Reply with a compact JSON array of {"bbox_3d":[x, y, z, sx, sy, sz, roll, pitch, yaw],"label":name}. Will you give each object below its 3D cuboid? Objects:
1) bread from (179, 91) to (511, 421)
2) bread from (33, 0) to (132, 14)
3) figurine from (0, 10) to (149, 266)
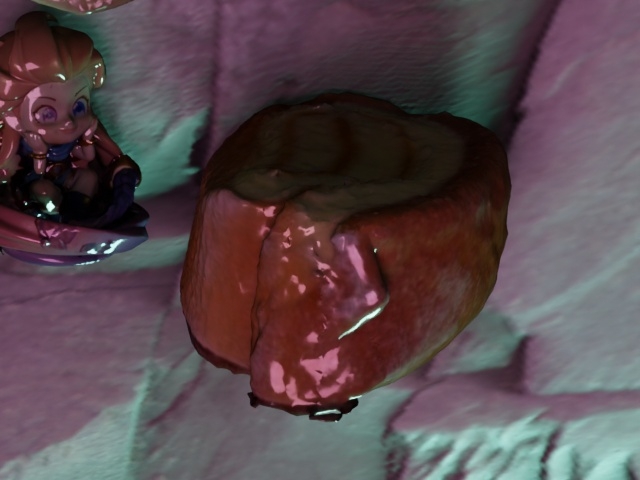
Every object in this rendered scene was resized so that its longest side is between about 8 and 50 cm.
[{"bbox_3d":[0.013,0.001,0.997,0.190,0.244,0.123,2,113,2],"label":"bread"},{"bbox_3d":[-0.136,-0.204,0.921,0.134,0.141,0.148,-29,115,1],"label":"bread"},{"bbox_3d":[-0.174,-0.059,1.074,0.114,0.126,0.157,-4,103,63],"label":"figurine"}]
